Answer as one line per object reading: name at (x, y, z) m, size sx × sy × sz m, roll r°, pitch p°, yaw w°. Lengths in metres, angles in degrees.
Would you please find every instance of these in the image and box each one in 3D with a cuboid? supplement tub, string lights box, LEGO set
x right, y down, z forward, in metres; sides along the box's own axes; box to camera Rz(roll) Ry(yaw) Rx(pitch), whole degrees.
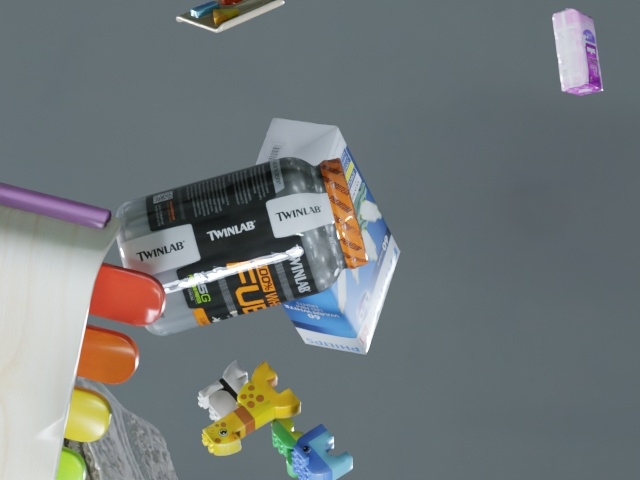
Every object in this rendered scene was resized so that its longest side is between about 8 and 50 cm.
supplement tub at (-0.063, 0.001, 1.470) m, size 0.190 × 0.117 × 0.117 m, roll -16°, pitch 167°, yaw 2°
string lights box at (0.000, 0.000, 1.858) m, size 0.076 × 0.133 × 0.260 m, roll 9°, pitch 155°, yaw 23°
LEGO set at (-0.052, 0.192, 1.655) m, size 0.093 × 0.227 × 0.087 m, roll -30°, pitch 145°, yaw -22°

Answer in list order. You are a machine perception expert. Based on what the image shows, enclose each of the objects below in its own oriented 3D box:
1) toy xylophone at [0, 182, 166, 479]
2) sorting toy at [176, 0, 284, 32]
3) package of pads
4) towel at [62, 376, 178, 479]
toy xylophone at (-0.268, 0.109, 1.375) m, size 0.236 × 0.323 × 0.081 m, roll 21°, pitch -168°, yaw 2°
sorting toy at (-0.054, -0.169, 1.264) m, size 0.083 × 0.012 × 0.062 m, roll -28°, pitch -153°, yaw -27°
package of pads at (0.261, -0.191, 1.828) m, size 0.032 × 0.083 × 0.050 m, roll -11°, pitch 171°, yaw 32°
towel at (-0.195, 0.255, 1.857) m, size 0.049 × 0.282 × 0.187 m, roll -36°, pitch 133°, yaw 9°
